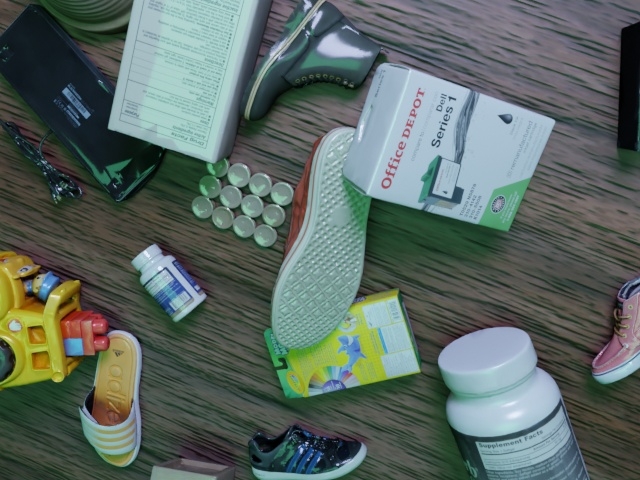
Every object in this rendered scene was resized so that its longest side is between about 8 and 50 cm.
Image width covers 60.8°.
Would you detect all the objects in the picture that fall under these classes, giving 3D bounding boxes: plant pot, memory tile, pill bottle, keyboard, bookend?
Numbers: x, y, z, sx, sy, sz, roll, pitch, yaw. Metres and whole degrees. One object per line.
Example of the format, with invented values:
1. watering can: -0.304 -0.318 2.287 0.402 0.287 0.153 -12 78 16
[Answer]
1. plant pot: -0.333 -0.418 0.758 0.237 0.110 0.237 2 104 9
2. memory tile: -0.122 -0.062 0.850 0.148 0.012 0.113 24 110 3
3. pill bottle: -0.246 0.067 0.878 0.067 0.067 0.120 -39 94 16
4. keyboard: -0.408 -0.191 0.867 0.201 0.033 0.317 -40 92 10
5. pill bottle: 0.276 0.278 0.782 0.162 0.162 0.278 -20 98 14
6. bookend: 0.467 -0.196 0.678 0.156 0.072 0.157 -2 103 11

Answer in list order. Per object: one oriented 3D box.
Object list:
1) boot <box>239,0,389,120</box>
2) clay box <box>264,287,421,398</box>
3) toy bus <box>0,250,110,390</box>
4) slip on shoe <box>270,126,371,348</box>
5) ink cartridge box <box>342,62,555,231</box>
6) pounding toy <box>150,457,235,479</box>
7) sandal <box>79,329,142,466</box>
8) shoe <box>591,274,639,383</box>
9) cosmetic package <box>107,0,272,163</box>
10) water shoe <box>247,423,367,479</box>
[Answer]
1. boot: -0.012 -0.226 0.765 0.137 0.077 0.198 35 108 -4
2. clay box: 0.033 0.164 0.855 0.222 0.053 0.127 -16 98 15
3. toy bus: -0.457 0.126 0.900 0.212 0.149 0.220 -4 100 0
4. slip on shoe: 0.000 0.000 0.791 0.123 0.101 0.331 9 101 -20
5. ink cartridge box: 0.160 -0.116 0.702 0.219 0.092 0.160 11 107 -21
6. pounding toy: -0.207 0.438 0.934 0.130 0.141 0.100 6 76 10
7. sandal: -0.373 0.287 0.949 0.102 0.076 0.265 9 105 9
8. shoe: 0.435 0.117 0.767 0.081 0.063 0.178 45 101 0
9. cosmetic package: -0.167 -0.281 0.750 0.160 0.113 0.309 19 107 -1
10. water shoe: -0.027 0.347 0.901 0.203 0.073 0.080 -13 98 13
